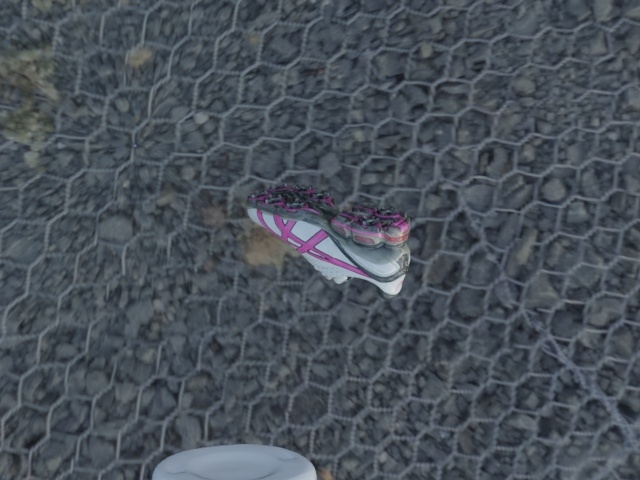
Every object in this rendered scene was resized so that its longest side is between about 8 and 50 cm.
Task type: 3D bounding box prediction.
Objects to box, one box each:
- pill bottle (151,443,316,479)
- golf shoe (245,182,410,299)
[{"bbox_3d":[-0.061,0.262,0.746,0.119,0.119,0.208,-1,95,-10],"label":"pill bottle"},{"bbox_3d":[0.000,0.000,0.964,0.067,0.186,0.086,-23,122,-43],"label":"golf shoe"}]
